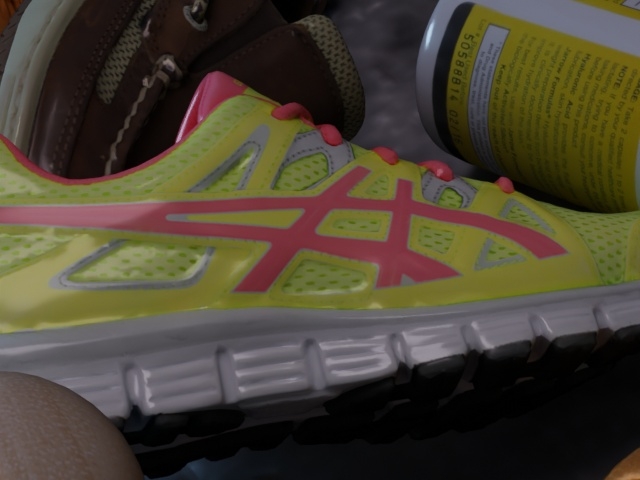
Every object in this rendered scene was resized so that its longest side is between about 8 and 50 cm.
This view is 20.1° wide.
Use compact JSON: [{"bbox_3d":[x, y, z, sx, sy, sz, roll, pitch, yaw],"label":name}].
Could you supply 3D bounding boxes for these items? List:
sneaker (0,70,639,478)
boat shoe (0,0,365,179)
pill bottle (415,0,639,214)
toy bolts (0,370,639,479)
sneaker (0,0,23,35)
[{"bbox_3d":[0.000,0.000,0.436,0.208,0.081,0.094,-5,71,-20],"label":"sneaker"},{"bbox_3d":[-0.035,-0.047,0.538,0.095,0.095,0.257,0,49,12],"label":"boat shoe"},{"bbox_3d":[0.089,-0.037,0.498,0.116,0.065,0.065,24,61,37],"label":"pill bottle"},{"bbox_3d":[0.022,0.078,0.349,0.228,0.158,0.218,9,52,27],"label":"toy bolts"},{"bbox_3d":[-0.188,-0.072,0.630,0.121,0.099,0.262,-48,42,-14],"label":"sneaker"}]
